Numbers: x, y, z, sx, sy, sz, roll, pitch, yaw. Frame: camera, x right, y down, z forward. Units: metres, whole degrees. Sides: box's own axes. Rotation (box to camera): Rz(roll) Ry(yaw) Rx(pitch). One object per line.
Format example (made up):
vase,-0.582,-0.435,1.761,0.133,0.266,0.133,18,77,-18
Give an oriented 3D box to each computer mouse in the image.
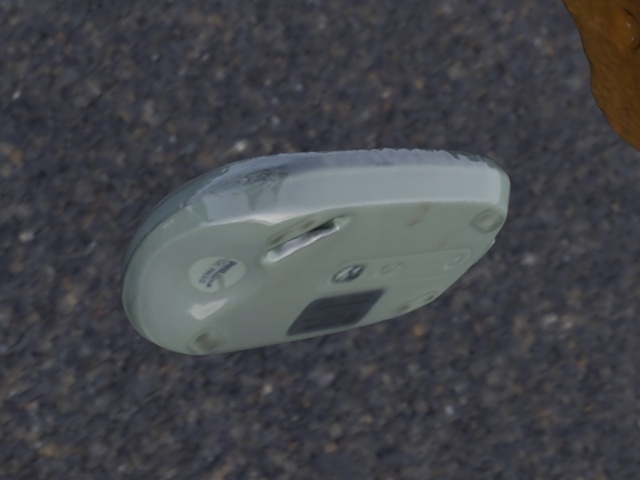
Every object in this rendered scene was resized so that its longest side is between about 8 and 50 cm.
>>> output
computer mouse,-0.003,-0.005,1.287,0.331,0.197,0.095,-4,57,-47

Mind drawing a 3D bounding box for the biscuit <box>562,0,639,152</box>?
biscuit,0.119,-0.132,0.596,0.044,0.186,0.295,-42,117,-25
